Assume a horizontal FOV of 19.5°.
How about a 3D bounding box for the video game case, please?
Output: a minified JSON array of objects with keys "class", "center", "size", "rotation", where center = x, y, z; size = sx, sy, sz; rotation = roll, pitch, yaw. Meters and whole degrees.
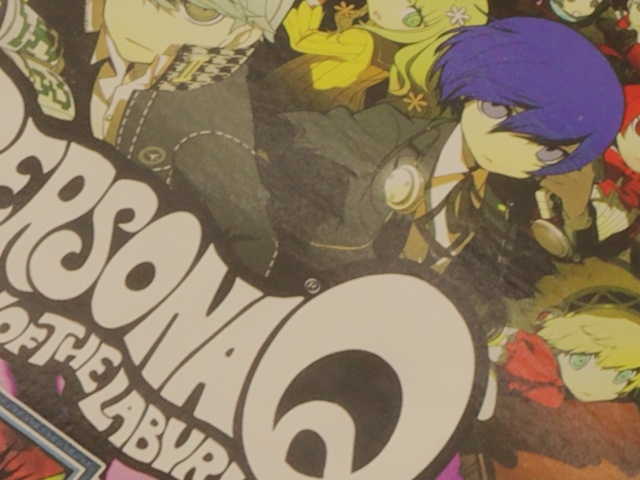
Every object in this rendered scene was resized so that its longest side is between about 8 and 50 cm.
[{"class":"video game case","center":[0.000,0.000,0.372],"size":[0.232,0.042,0.210],"rotation":[36,-118,10]}]
